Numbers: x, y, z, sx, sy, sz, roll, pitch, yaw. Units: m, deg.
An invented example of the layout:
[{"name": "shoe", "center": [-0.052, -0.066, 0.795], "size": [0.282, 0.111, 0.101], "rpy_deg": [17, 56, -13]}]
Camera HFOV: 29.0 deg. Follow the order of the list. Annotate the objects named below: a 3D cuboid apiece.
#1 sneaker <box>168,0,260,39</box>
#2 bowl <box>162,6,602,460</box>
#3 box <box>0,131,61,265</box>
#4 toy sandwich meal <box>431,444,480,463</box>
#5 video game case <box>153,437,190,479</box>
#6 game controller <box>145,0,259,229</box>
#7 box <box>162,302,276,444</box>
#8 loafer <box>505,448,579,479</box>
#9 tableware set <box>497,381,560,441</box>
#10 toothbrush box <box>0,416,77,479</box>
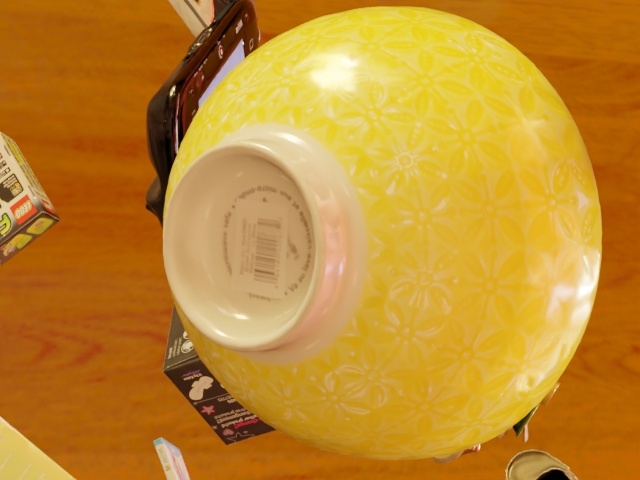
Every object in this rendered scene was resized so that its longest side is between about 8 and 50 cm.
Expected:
[{"name": "sneaker", "center": [-0.136, -0.325, 1.552], "size": [0.127, 0.126, 0.321], "rpy_deg": [-35, 96, 2]}, {"name": "bowl", "center": [0.000, 0.000, 0.730], "size": [0.156, 0.289, 0.289], "rpy_deg": [-6, 115, -54]}, {"name": "box", "center": [-0.381, -0.006, 1.277], "size": [0.207, 0.036, 0.114], "rpy_deg": [-36, 68, 5]}, {"name": "toy sandwich meal", "center": [0.187, 0.278, 1.735], "size": [0.029, 0.085, 0.085], "rpy_deg": [33, 98, -34]}, {"name": "video game case", "center": [-0.184, 0.359, 1.712], "size": [0.015, 0.119, 0.166], "rpy_deg": [-24, 72, -1]}, {"name": "game controller", "center": [-0.111, -0.133, 1.286], "size": [0.067, 0.319, 0.166], "rpy_deg": [11, 121, 6]}, {"name": "box", "center": [-0.058, 0.071, 1.340], "size": [0.163, 0.247, 0.142], "rpy_deg": [-20, 128, 19]}, {"name": "loafer", "center": [0.199, 0.215, 1.067], "size": [0.056, 0.148, 0.050], "rpy_deg": [-37, 112, -4]}, {"name": "tableware set", "center": [0.214, 0.142, 1.177], "size": [0.024, 0.154, 0.104], "rpy_deg": [33, 98, 14]}, {"name": "toothbrush box", "center": [-0.349, 0.187, 1.050], "size": [0.283, 0.206, 0.122], "rpy_deg": [47, 61, -31]}]
